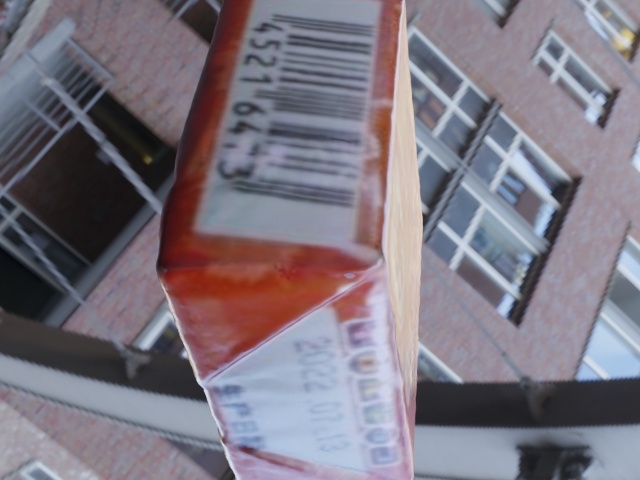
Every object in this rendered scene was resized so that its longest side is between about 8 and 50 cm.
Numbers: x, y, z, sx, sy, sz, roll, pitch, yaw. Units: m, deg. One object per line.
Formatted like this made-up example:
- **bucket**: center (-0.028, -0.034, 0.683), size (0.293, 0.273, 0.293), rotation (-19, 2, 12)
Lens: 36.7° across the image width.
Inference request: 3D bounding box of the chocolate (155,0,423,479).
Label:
- **chocolate**: center (0.000, 0.000, 0.548), size (0.234, 0.108, 0.237), rotation (80, 12, -46)
